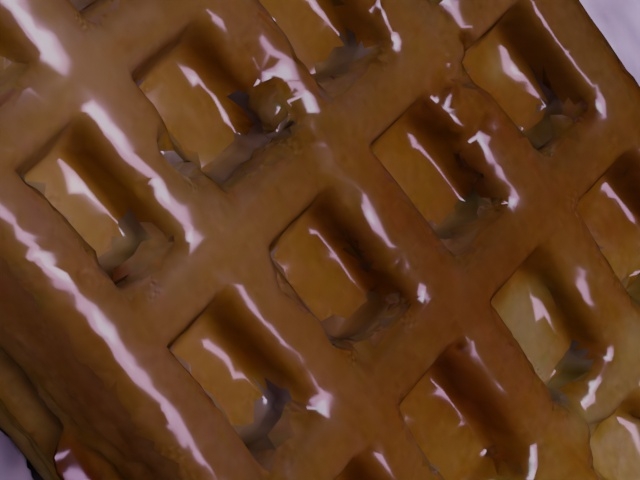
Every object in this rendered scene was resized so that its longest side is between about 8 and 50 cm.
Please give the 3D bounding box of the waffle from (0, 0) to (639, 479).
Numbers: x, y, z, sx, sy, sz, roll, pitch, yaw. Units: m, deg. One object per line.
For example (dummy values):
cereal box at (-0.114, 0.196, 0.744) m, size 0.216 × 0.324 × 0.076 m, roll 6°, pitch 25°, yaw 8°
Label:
waffle at (0.000, 0.000, 0.526) m, size 0.224 × 0.098 × 0.328 m, roll -44°, pitch 102°, yaw -28°
